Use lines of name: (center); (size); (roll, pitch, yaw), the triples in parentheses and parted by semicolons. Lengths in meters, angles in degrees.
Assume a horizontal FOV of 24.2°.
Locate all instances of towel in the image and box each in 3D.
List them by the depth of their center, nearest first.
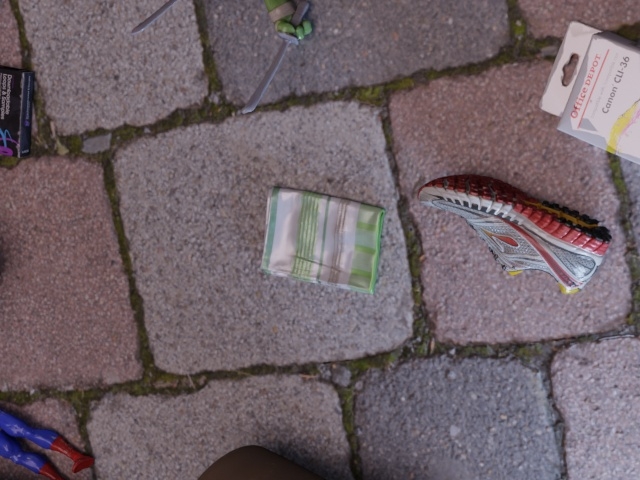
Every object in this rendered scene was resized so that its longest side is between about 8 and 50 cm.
towel: (0.000, 0.000, 1.822); (0.152, 0.023, 0.113); (11, 105, 22)

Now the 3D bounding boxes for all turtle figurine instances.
turtle figurine: (-0.043, -0.299, 1.692); (0.266, 0.275, 0.198); (-28, 122, 22)

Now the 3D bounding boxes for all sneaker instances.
sneaker: (0.209, -0.009, 1.691); (0.225, 0.088, 0.093); (25, 111, 18)

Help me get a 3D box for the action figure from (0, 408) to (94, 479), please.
action figure: (-0.460, 0.260, 2.021); (0.280, 0.139, 0.091); (32, 110, 18)

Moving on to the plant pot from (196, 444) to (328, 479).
plant pot: (-0.046, 0.375, 1.816); (0.229, 0.263, 0.263); (37, 114, 33)

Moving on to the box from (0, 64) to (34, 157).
box: (-0.458, -0.180, 1.988); (0.162, 0.029, 0.116); (13, 106, 23)

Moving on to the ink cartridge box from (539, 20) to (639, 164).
ink cartridge box: (0.335, -0.153, 1.617); (0.198, 0.067, 0.115); (25, 110, 18)
